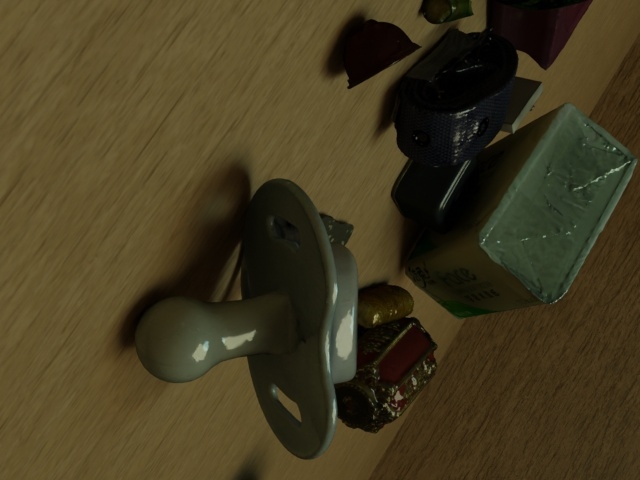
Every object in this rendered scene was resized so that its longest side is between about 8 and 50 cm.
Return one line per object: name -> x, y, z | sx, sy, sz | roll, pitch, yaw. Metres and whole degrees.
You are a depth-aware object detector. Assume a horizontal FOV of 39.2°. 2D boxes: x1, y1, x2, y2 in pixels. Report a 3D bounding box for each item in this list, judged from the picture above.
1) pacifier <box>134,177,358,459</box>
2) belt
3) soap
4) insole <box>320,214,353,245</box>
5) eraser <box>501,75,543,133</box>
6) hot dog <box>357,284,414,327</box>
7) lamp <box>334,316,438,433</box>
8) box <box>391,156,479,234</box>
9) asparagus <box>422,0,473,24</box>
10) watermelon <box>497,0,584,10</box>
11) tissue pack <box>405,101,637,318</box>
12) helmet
pacifier -> -0.081, 0.086, 0.930 | 0.233, 0.244, 0.299 | -8, 107, -31
belt -> 0.193, -0.212, 1.268 | 0.230, 0.140, 0.126 | -46, 152, -36
soap -> 0.365, -0.448, 1.374 | 0.233, 0.128, 0.359 | -58, 165, -8
insole -> 0.000, 0.000, 1.261 | 0.081, 0.011, 0.248 | -60, 164, 9
eraser -> 0.253, -0.219, 1.386 | 0.104, 0.150, 0.023 | -52, 143, -26
hot dog -> 0.116, 0.120, 1.694 | 0.289, 0.083, 0.068 | 1, 98, -71
lamp -> 0.119, 0.256, 1.761 | 0.274, 0.177, 0.177 | -37, 152, -50
box -> 0.206, -0.099, 1.559 | 0.144, 0.090, 0.201 | -59, 163, -5
asparagus -> 0.185, -0.318, 1.215 | 0.045, 0.041, 0.178 | -60, 166, 29
watermelon -> 0.254, -0.378, 0.966 | 0.269, 0.269, 0.269 | -52, 162, -25
tissue pack -> 0.360, -0.039, 1.708 | 0.332, 0.205, 0.405 | -54, -173, -15
helmet -> 0.059, -0.214, 0.995 | 0.089, 0.057, 0.111 | -28, -173, 31
